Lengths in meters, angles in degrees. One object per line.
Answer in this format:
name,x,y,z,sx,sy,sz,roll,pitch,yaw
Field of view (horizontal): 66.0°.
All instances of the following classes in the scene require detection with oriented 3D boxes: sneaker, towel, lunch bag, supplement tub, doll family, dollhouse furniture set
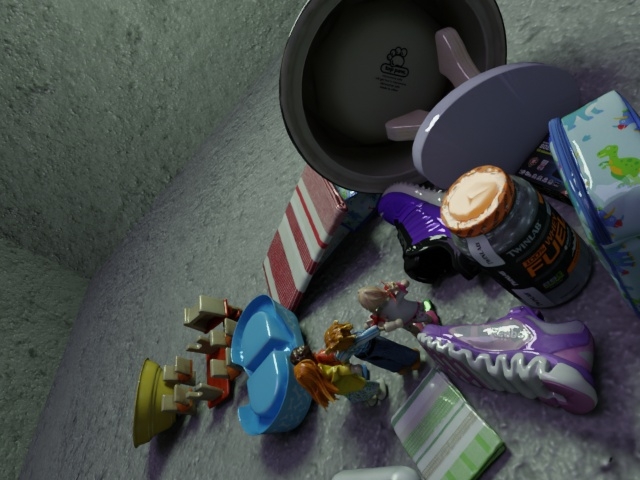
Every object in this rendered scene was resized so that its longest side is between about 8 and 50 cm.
sneaker,0.232,0.131,0.620,0.236,0.095,0.105,2,55,51
towel,-0.044,0.004,1.108,0.329,0.037,0.237,-63,28,28
lunch bag,0.322,-0.034,0.512,0.090,0.219,0.176,-26,41,32
supplement tub,0.245,-0.004,0.624,0.117,0.190,0.117,-37,34,31
doll family,0.056,0.174,0.735,0.263,0.163,0.118,-47,33,28
sneaker,0.170,-0.007,0.831,0.146,0.102,0.293,-60,29,-6
lunch bag,0.088,-0.115,1.073,0.151,0.096,0.129,-50,28,31
dollhouse furniture set,-0.253,0.270,1.198,0.262,0.135,0.259,-38,44,29
towel,0.164,0.257,0.659,0.113,0.023,0.152,-54,31,8

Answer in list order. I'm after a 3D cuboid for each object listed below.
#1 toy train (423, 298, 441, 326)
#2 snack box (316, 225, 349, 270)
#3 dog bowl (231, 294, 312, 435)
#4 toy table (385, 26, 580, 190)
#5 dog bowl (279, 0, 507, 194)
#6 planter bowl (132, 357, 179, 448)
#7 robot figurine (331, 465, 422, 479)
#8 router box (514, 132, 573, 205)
toy train,0.175,0.126,0.776,0.023,0.017,0.083,-32,35,17
snack box,0.000,0.000,1.146,0.141,0.037,0.100,-51,30,11
dog bowl,-0.097,0.241,0.974,0.166,0.074,0.297,-51,35,23
toy table,0.245,-0.201,0.792,0.274,0.252,0.161,-13,32,-14
dog bowl,0.115,-0.298,0.896,0.408,0.408,0.150,-47,31,15
planter bowl,-0.405,0.408,1.243,0.217,0.090,0.217,-175,90,-80
robot figurine,0.064,0.387,0.485,0.353,0.199,0.300,-26,60,42
router box,0.359,-0.107,0.717,0.092,0.038,0.122,-52,29,6
